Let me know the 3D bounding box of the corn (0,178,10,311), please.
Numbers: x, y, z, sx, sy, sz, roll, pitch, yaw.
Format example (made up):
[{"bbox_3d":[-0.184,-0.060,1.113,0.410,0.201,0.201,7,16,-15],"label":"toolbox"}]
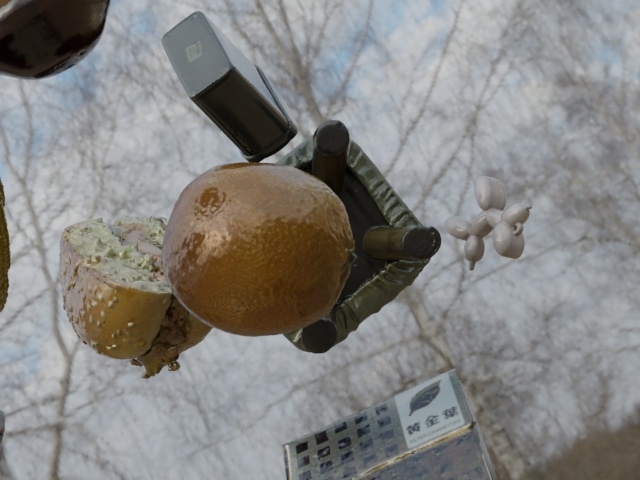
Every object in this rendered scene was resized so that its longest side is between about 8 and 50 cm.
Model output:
[{"bbox_3d":[-0.422,-0.010,1.276,0.101,0.101,0.291,-17,-37,-29],"label":"corn"}]

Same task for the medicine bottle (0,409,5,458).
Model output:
[{"bbox_3d":[-0.567,0.294,1.563,0.188,0.094,0.119,-15,-26,33],"label":"medicine bottle"}]

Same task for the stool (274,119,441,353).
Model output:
[{"bbox_3d":[0.000,0.000,1.724,0.310,0.310,0.226,-41,-2,1],"label":"stool"}]

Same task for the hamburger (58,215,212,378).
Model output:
[{"bbox_3d":[-0.374,0.125,2.129,0.268,0.286,0.445,-7,19,-32],"label":"hamburger"}]

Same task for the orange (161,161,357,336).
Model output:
[{"bbox_3d":[-0.080,0.010,1.427,0.264,0.264,0.264,-24,-16,-8],"label":"orange"}]

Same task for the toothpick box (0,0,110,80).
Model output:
[{"bbox_3d":[-0.390,-0.342,1.310,0.192,0.294,0.192,-32,5,3],"label":"toothpick box"}]

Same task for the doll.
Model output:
[{"bbox_3d":[0.284,-0.026,1.761,0.059,0.160,0.161,15,-55,-32],"label":"doll"}]

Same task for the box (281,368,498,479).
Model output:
[{"bbox_3d":[0.068,0.250,0.855,0.180,0.325,0.047,-25,-59,8],"label":"box"}]

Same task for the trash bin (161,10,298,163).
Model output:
[{"bbox_3d":[-0.136,-0.232,1.674,0.101,0.176,0.236,-34,-35,9],"label":"trash bin"}]
